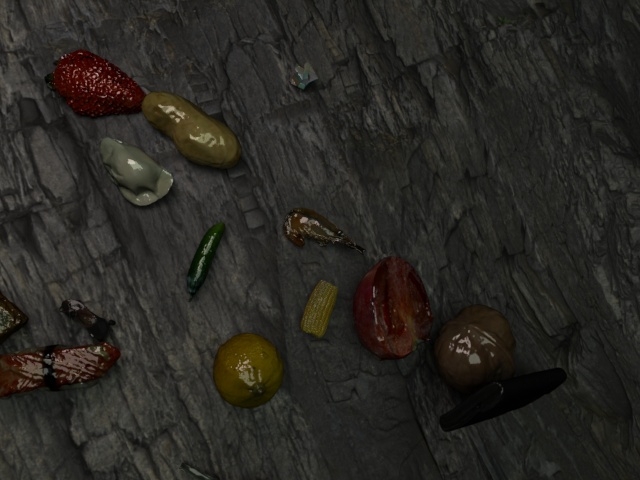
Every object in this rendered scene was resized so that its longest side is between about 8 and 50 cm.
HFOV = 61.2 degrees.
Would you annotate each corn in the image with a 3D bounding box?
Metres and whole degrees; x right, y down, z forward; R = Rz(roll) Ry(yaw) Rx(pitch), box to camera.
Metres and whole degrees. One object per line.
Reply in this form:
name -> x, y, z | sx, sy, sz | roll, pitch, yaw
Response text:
corn -> -0.001, 0.203, 1.611 | 0.085, 0.063, 0.165 | 23, 75, 1

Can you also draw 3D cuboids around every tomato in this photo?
tomato -> 0.185, 0.207, 1.602 | 0.309, 0.170, 0.309 | 24, 56, -40

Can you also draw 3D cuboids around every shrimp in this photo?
shrimp -> 0.006, -0.004, 1.646 | 0.262, 0.066, 0.117 | 34, 90, 8

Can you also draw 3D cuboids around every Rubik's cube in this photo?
Rubik's cube -> -0.062, -0.511, 1.696 | 0.073, 0.075, 0.084 | -35, 76, -31

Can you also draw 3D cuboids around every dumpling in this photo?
dumpling -> -0.532, -0.189, 1.529 | 0.229, 0.124, 0.151 | 37, 112, 0

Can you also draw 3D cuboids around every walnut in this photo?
walnut -> 0.458, 0.326, 1.600 | 0.273, 0.273, 0.227 | -16, 44, -15

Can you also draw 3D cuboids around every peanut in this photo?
peanut -> -0.373, -0.315, 1.563 | 0.318, 0.147, 0.148 | 35, 76, -9

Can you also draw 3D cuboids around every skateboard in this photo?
skateboard -> -0.634, 0.210, 1.454 | 0.151, 0.080, 0.067 | 35, 82, -4

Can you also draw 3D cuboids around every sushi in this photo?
sushi -> -0.692, 0.333, 1.406 | 0.332, 0.130, 0.124 | -3, 78, -19

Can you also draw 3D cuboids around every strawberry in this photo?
strawberry -> -0.642, -0.449, 1.536 | 0.286, 0.106, 0.188 | 12, 81, -12

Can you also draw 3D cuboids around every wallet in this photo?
wallet -> 0.527, 0.447, 1.537 | 0.406, 0.228, 0.062 | 4, 50, -44

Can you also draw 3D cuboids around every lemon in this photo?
lemon -> -0.195, 0.353, 1.468 | 0.192, 0.231, 0.192 | -9, 115, -20

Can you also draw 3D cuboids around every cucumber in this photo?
cucumber -> -0.338, 0.057, 1.559 | 0.056, 0.056, 0.250 | 22, 75, -9

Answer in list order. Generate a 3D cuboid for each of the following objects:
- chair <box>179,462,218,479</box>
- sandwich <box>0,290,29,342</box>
chair -> -0.258, 0.686, 1.413 | 0.274, 0.203, 0.191 | 22, 66, -4
sandwich -> -0.954, 0.220, 1.352 | 0.325, 0.131, 0.262 | -45, 95, -14
